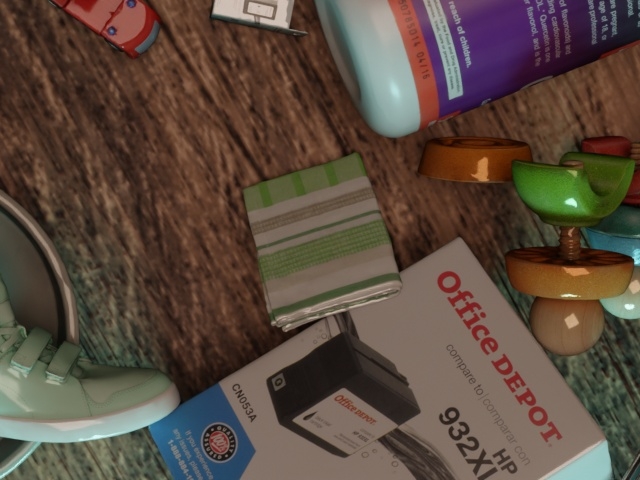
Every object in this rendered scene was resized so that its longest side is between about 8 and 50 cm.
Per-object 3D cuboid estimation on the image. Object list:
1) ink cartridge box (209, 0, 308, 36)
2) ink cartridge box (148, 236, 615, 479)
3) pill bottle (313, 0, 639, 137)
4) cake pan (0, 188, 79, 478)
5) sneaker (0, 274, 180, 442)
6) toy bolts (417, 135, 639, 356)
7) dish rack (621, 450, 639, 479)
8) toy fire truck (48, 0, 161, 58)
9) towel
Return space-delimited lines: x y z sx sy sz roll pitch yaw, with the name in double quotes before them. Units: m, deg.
"ink cartridge box" -0.051 -0.196 1.195 0.083 0.048 0.028 11 93 -8
"ink cartridge box" 0.051 0.177 1.146 0.307 0.129 0.223 -31 59 -3
"pill bottle" 0.163 -0.218 1.151 0.323 0.181 0.181 -21 96 -4
"cake pan" -0.350 0.077 1.180 0.293 0.054 0.293 0 94 -6
"sneaker" -0.237 0.074 1.114 0.256 0.094 0.151 3 100 -4
"toy bolts" 0.207 -0.002 1.198 0.228 0.218 0.158 -9 105 -41
"dish rack" 0.339 0.196 1.185 0.074 0.271 0.208 31 90 35
"toy fire truck" -0.214 -0.219 1.131 0.192 0.135 0.047 36 90 -8
"towel" 0.000 0.000 1.179 0.113 0.023 0.152 -16 51 2
